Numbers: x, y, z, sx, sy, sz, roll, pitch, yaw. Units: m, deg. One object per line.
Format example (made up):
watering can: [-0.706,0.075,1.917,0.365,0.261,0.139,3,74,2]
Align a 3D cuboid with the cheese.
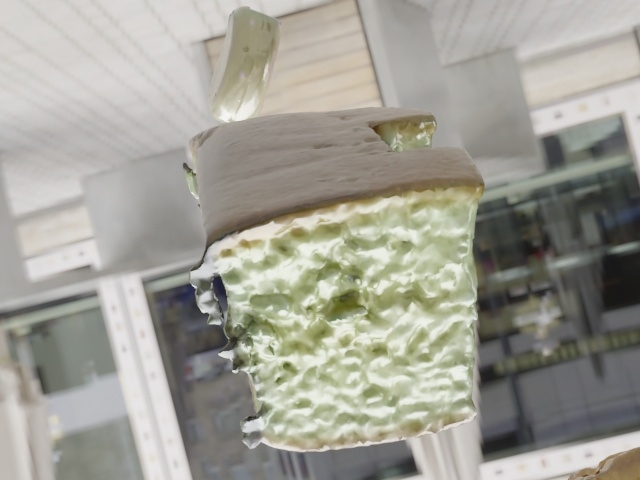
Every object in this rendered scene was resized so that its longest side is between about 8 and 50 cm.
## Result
cheese: [-0.079,-0.131,1.289,0.047,0.171,0.092,14,-161,-11]

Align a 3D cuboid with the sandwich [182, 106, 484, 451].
sandwich: [0.000,0.000,0.681,0.128,0.122,0.236,-9,-159,-4]

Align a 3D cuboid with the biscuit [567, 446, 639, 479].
biscuit: [0.432,0.276,1.620,0.296,0.102,0.296,-17,161,-6]
